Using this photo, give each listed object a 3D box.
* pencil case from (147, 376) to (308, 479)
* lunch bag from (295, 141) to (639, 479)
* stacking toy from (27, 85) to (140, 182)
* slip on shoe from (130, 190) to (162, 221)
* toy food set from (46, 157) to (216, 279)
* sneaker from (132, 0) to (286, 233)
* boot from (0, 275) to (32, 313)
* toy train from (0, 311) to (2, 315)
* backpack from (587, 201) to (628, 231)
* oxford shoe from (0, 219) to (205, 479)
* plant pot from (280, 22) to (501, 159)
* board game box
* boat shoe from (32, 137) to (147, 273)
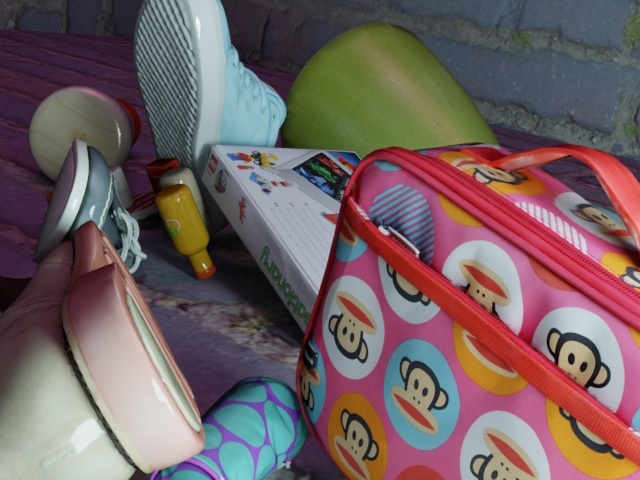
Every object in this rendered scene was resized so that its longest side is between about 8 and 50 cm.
[{"bbox_3d":[-0.056,0.141,0.684,0.064,0.070,0.151,-34,0,22],"label":"pencil case"},{"bbox_3d":[0.119,0.071,0.610,0.120,0.258,0.293,-5,31,-38],"label":"lunch bag"},{"bbox_3d":[-0.327,-0.163,1.579,0.141,0.141,0.330,9,9,-1],"label":"stacking toy"},{"bbox_3d":[-0.205,-0.041,1.339,0.051,0.041,0.135,20,36,39],"label":"slip on shoe"},{"bbox_3d":[-0.201,-0.023,1.203,0.232,0.105,0.111,-1,29,37],"label":"toy food set"},{"bbox_3d":[-0.115,-0.167,1.208,0.150,0.366,0.135,-34,62,-26],"label":"sneaker"},{"bbox_3d":[-0.288,0.029,0.882,0.082,0.106,0.219,19,18,33],"label":"boot"},{"bbox_3d":[-0.315,0.054,0.736,0.184,0.080,0.105,22,-17,-20],"label":"toy train"},{"bbox_3d":[0.269,0.032,1.155,0.188,0.144,0.166,7,20,2],"label":"backpack"},{"bbox_3d":[-0.180,0.080,0.703,0.146,0.140,0.397,-29,7,-9],"label":"oxford shoe"},{"bbox_3d":[0.132,-0.122,1.491,0.274,0.275,0.293,-2,33,-36],"label":"plant pot"},{"bbox_3d":[0.021,0.002,1.103,0.193,0.053,0.305,0,36,-33],"label":"board game box"},{"bbox_3d":[-0.205,-0.016,0.982,0.099,0.116,0.319,20,-11,-12],"label":"boat shoe"}]
